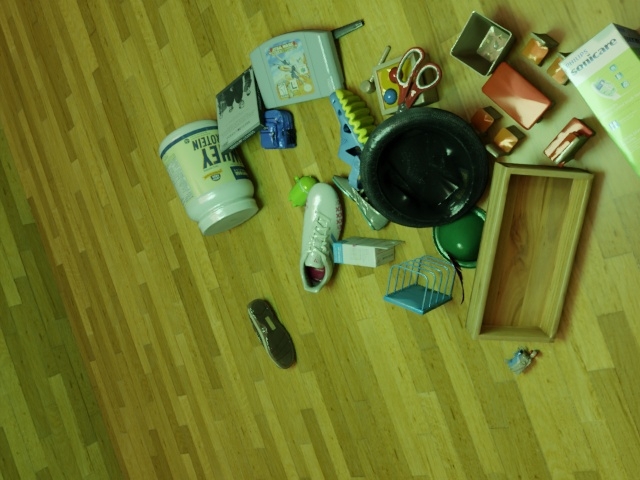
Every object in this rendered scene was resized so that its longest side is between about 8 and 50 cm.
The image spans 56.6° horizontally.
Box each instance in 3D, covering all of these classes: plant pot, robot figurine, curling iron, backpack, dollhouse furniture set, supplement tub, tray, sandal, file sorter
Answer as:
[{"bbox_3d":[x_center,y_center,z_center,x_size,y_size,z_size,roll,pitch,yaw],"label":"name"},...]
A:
[{"bbox_3d":[0.386,-0.450,1.371,0.109,0.096,0.109,43,123,23],"label":"plant pot"},{"bbox_3d":[-0.050,-0.151,1.817,0.101,0.067,0.115,54,128,13],"label":"robot figurine"},{"bbox_3d":[0.003,-0.582,1.683,0.274,0.035,0.068,-1,101,39],"label":"curling iron"},{"bbox_3d":[-0.134,-0.340,1.816,0.098,0.101,0.120,4,100,31],"label":"backpack"},{"bbox_3d":[0.473,-0.287,1.318,0.259,0.135,0.262,48,126,19],"label":"dollhouse furniture set"},{"bbox_3d":[-0.361,-0.203,1.943,0.235,0.235,0.325,-33,81,39],"label":"supplement tub"},{"bbox_3d":[0.472,0.033,1.371,0.202,0.076,0.411,3,108,-7],"label":"tray"},{"bbox_3d":[0.096,-0.265,1.630,0.138,0.126,0.317,-29,81,35],"label":"sandal"},{"bbox_3d":[0.267,0.111,1.566,0.118,0.170,0.105,20,109,34],"label":"file sorter"}]

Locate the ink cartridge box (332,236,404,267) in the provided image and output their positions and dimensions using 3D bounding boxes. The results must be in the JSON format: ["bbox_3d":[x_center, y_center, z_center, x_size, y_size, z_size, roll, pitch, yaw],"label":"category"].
[{"bbox_3d":[0.138,0.033,1.688,0.181,0.104,0.062,5,105,38],"label":"ink cartridge box"}]

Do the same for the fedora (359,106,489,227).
[{"bbox_3d":[0.247,-0.195,1.464,0.334,0.152,0.334,0,126,0],"label":"fedora"}]

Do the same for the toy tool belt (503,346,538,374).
[{"bbox_3d":[0.503,0.296,1.499,0.051,0.052,0.083,39,122,15],"label":"toy tool belt"}]

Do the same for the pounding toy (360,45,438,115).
[{"bbox_3d":[0.178,-0.421,1.547,0.206,0.094,0.181,-10,95,39],"label":"pounding toy"}]

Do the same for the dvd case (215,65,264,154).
[{"bbox_3d":[-0.256,-0.408,1.861,0.179,0.029,0.239,-29,57,32],"label":"dvd case"}]

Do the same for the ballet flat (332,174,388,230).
[{"bbox_3d":[0.120,-0.122,1.700,0.068,0.072,0.213,-40,75,10],"label":"ballet flat"}]

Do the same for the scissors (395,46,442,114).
[{"bbox_3d":[0.199,-0.336,1.486,0.109,0.021,0.297,35,128,7],"label":"scissors"}]

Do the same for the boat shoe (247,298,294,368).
[{"bbox_3d":[-0.172,0.320,2.036,0.257,0.095,0.095,65,153,5],"label":"boat shoe"}]

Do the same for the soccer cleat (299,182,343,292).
[{"bbox_3d":[0.000,0.000,1.753,0.116,0.143,0.331,6,111,9],"label":"soccer cleat"}]

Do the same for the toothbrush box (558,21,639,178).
[{"bbox_3d":[0.622,-0.269,1.158,0.122,0.206,0.283,-37,78,39],"label":"toothbrush box"}]

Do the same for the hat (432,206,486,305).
[{"bbox_3d":[0.330,0.012,1.477,0.208,0.183,0.173,32,120,28],"label":"hat"}]

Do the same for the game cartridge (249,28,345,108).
[{"bbox_3d":[-0.077,-0.502,1.731,0.297,0.062,0.198,-1,118,39],"label":"game cartridge"}]
